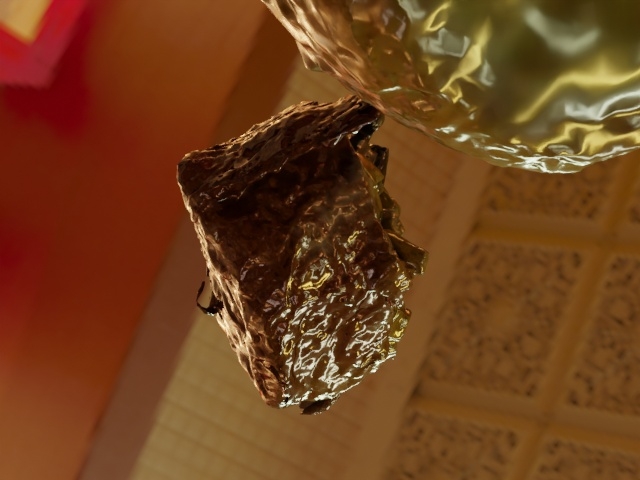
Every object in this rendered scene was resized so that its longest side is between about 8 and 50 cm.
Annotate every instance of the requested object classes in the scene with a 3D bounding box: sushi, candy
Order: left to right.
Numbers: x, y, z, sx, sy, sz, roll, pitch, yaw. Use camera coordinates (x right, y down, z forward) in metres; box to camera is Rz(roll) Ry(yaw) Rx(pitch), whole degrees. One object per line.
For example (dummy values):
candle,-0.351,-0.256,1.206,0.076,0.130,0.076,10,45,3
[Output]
sushi,0.000,0.001,1.356,0.179,0.296,0.167,-26,-138,-13
candy,0.086,-0.150,0.681,0.260,0.260,0.118,-54,-142,4
